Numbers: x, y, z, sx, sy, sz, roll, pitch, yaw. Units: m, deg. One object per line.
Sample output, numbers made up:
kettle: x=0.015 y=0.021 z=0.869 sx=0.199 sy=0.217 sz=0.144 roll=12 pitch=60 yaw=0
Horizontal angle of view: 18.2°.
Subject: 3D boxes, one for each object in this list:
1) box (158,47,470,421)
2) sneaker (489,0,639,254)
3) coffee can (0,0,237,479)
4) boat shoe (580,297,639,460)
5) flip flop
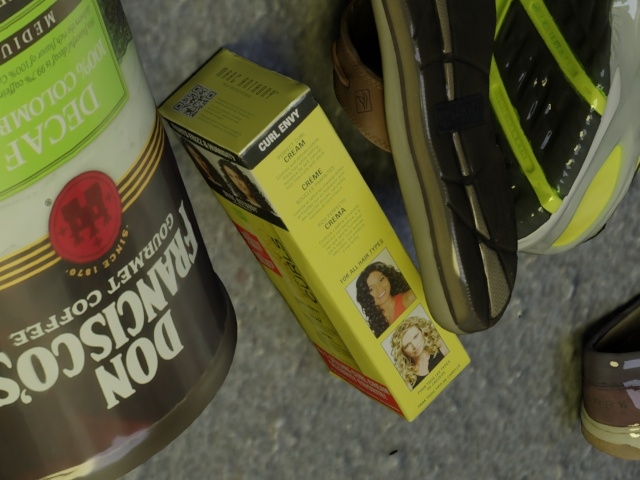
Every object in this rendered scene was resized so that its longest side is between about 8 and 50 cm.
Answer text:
box: x=0.000 y=0.000 z=1.136 sx=0.058 sy=0.087 sz=0.232 roll=-45 pitch=131 yaw=-15
sneaker: x=0.179 y=-0.172 z=1.205 sx=0.147 sy=0.145 sz=0.385 roll=19 pitch=100 yaw=-60
coffee can: x=-0.171 y=-0.042 z=0.893 sx=0.201 sy=0.201 sz=0.275 roll=-35 pitch=126 yaw=-25
boat shoe: x=0.295 y=0.048 z=1.396 sx=0.285 sy=0.103 sz=0.092 roll=-29 pitch=129 yaw=-21
flip flop: x=0.049 y=-0.083 z=1.113 sx=0.112 sy=0.080 sz=0.277 roll=-12 pitch=93 yaw=-56
